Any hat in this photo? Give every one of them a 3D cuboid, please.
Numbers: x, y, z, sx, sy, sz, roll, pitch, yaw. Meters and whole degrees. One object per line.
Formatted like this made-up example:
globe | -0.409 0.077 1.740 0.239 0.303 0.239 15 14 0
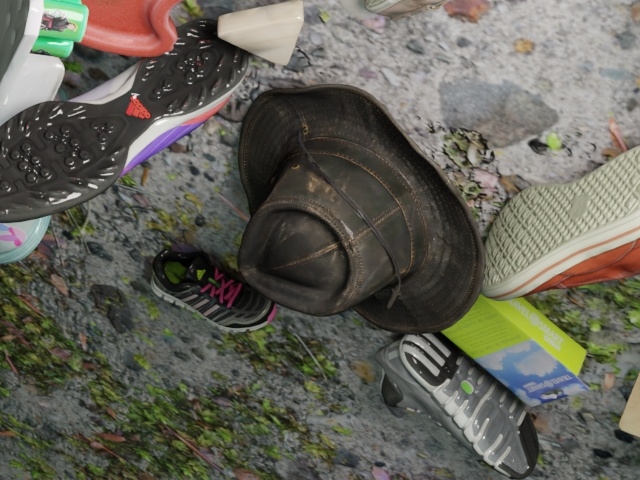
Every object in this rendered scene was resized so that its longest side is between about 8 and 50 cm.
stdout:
hat | 0.000 0.000 1.716 0.331 0.134 0.331 31 144 26

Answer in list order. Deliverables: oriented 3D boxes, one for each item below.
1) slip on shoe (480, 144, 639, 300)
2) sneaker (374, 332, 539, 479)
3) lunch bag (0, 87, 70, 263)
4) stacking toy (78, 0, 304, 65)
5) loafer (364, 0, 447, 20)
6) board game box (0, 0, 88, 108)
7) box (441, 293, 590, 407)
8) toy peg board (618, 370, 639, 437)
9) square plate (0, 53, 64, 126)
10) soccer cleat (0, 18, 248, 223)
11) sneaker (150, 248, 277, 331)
slip on shoe | 0.256 -0.001 1.617 0.101 0.123 0.331 28 153 -21
sneaker | 0.152 0.196 2.018 0.228 0.086 0.132 49 148 -12
lunch bag | -0.408 -0.071 1.910 0.279 0.224 0.108 -10 156 42
stacking toy | -0.109 -0.294 1.537 0.280 0.130 0.309 9 152 -21
loafer | 0.092 -0.222 1.514 0.039 0.045 0.125 29 159 -33
board game box | -0.268 -0.253 1.449 0.050 0.390 0.390 7 155 -22
box | 0.208 0.109 1.877 0.178 0.042 0.109 40 147 -18
toy peg board | 0.408 0.139 1.720 0.161 0.079 0.160 21 107 10
square plate | -0.443 -0.158 1.763 0.347 0.049 0.344 45 126 18
soccer cleat | -0.208 -0.101 1.659 0.108 0.318 0.116 51 156 8
sneaker | -0.134 0.055 2.038 0.170 0.063 0.075 21 153 20
